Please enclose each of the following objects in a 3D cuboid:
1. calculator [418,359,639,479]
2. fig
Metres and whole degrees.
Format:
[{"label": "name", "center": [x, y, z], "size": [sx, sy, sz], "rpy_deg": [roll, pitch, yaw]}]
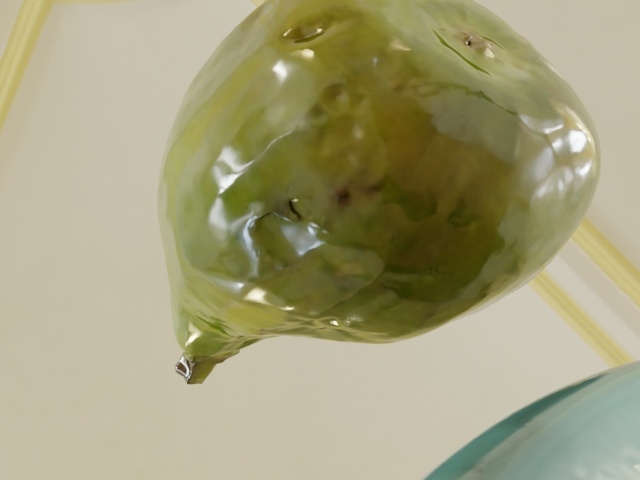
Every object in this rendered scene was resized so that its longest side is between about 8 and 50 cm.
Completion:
[{"label": "calculator", "center": [0.122, 0.150, 0.334], "size": [0.256, 0.386, 0.054], "rpy_deg": [42, -59, 16]}, {"label": "fig", "center": [0.000, -0.012, 0.731], "size": [0.233, 0.233, 0.314], "rpy_deg": [40, -80, -25]}]
